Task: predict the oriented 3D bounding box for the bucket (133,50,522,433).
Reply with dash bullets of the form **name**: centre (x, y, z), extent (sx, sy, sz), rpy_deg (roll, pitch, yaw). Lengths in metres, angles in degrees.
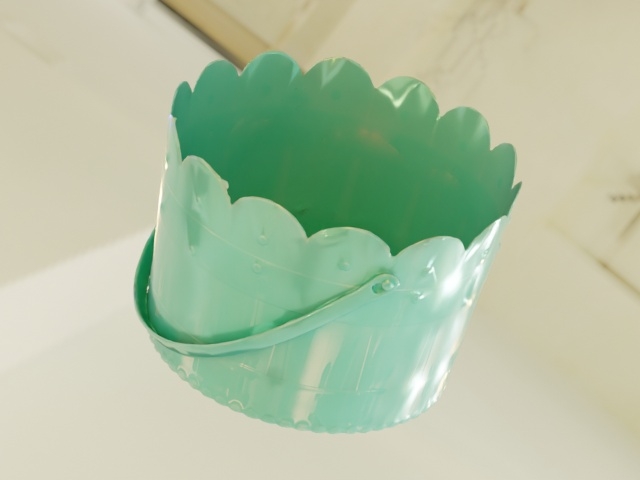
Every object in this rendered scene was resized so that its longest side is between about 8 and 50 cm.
- **bucket**: centre (0.000, 0.000, 1.376), extent (0.281, 0.183, 0.281), rpy_deg (11, -152, -6)
